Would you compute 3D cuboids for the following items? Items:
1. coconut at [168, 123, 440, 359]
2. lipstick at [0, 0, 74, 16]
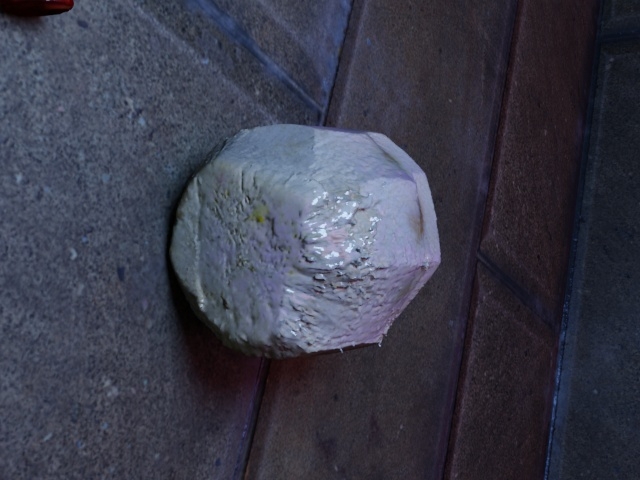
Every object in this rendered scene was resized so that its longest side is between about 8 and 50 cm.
[{"bbox_3d":[0.000,0.000,0.993,0.310,0.298,0.297,-5,95,-53],"label":"coconut"},{"bbox_3d":[-0.287,-0.363,0.755,0.073,0.073,0.279,-8,97,-55],"label":"lipstick"}]
